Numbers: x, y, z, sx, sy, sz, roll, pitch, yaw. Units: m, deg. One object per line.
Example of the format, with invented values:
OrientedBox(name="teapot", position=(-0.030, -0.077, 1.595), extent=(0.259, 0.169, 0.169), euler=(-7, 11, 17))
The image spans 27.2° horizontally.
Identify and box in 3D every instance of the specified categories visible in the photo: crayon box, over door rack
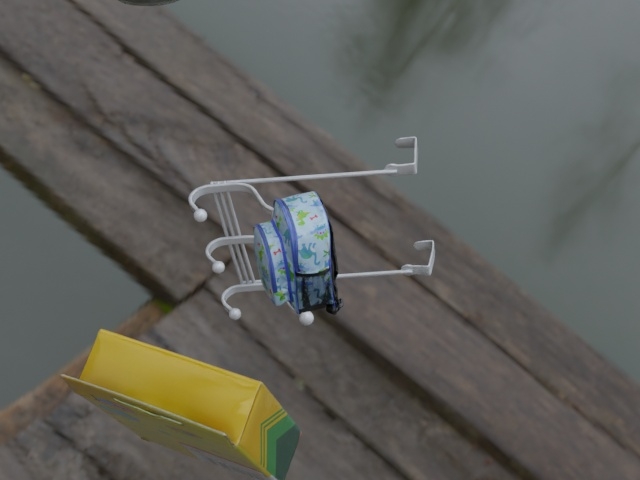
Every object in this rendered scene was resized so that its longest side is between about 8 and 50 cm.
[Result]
OrientedBox(name="crayon box", position=(-0.149, 0.192, 1.519), extent=(0.202, 0.318, 0.081), euler=(17, 75, 14))
OrientedBox(name="over door rack", position=(0.000, 0.000, 1.846), extent=(0.324, 0.239, 0.108), euler=(-12, 48, 0))

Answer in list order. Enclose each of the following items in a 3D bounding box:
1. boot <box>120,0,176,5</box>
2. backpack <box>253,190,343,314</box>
OrientedBox(name="boot", position=(-0.144, -0.245, 0.980), extent=(0.190, 0.208, 0.076), euler=(-14, 78, -18))
OrientedBox(name="backpack", position=(-0.027, 0.011, 1.412), extent=(0.084, 0.114, 0.105), euler=(-8, 30, -13))
